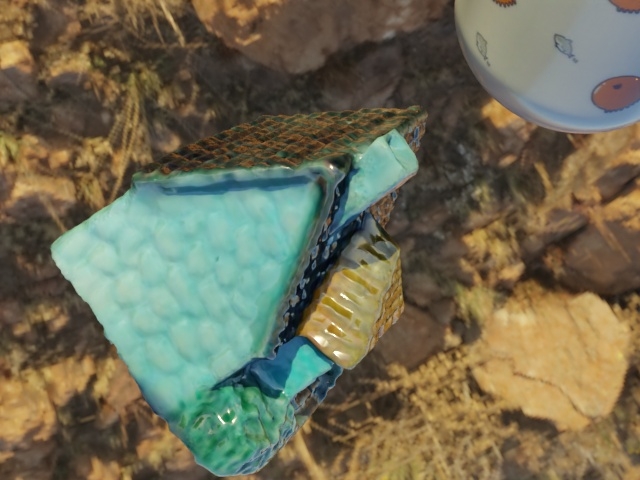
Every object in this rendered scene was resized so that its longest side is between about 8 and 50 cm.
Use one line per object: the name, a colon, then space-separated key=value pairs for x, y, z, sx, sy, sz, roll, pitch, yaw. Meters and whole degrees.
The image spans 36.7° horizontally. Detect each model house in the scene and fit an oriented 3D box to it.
model house: x=0.000 y=0.000 z=0.717 sx=0.241 sy=0.226 sz=0.261 roll=-35 pitch=-177 yaw=26

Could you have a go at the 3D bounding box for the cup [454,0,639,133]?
cup: x=0.228 y=-0.235 z=0.706 sx=0.212 sy=0.212 sz=0.317 roll=-12 pitch=153 yaw=-21
